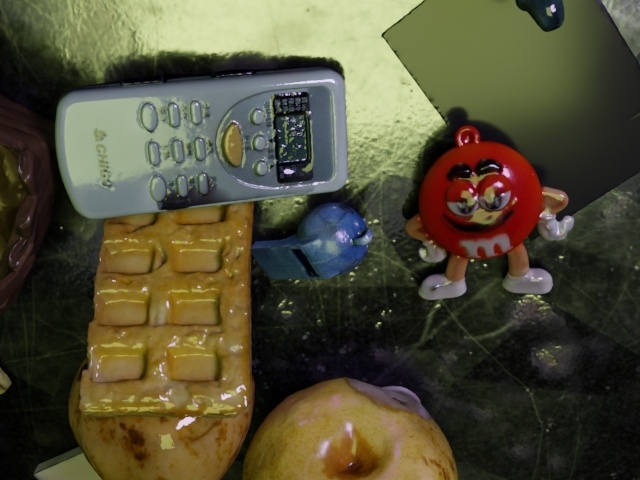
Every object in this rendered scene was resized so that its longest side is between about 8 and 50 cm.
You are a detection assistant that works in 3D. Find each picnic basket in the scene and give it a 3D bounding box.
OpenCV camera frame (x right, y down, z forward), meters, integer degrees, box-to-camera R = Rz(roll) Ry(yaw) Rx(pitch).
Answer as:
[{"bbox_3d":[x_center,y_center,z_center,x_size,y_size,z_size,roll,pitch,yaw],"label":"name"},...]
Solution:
[{"bbox_3d":[-0.407,-0.014,0.725,0.254,0.321,0.291,25,110,-6],"label":"picnic basket"}]

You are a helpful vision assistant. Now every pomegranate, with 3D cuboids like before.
[{"bbox_3d":[-0.179,0.200,0.883,0.215,0.215,0.215,1,114,2],"label":"pomegranate"}]

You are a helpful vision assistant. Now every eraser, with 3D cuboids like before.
[{"bbox_3d":[-0.304,0.326,1.032,0.150,0.023,0.104,-25,111,13],"label":"eraser"}]

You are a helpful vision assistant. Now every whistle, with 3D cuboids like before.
[{"bbox_3d":[0.000,0.000,0.853,0.158,0.090,0.090,-3,122,47],"label":"whistle"}]

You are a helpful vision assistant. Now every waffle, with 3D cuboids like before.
[{"bbox_3d":[-0.155,0.058,0.800,0.168,0.274,0.057,-1,154,0],"label":"waffle"}]

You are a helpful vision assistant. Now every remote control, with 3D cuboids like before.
[{"bbox_3d":[-0.118,-0.104,0.774,0.296,0.056,0.140,-7,110,-13],"label":"remote control"}]

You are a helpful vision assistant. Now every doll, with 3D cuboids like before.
[{"bbox_3d":[0.184,-0.023,0.823,0.183,0.085,0.217,-3,124,7],"label":"doll"}]

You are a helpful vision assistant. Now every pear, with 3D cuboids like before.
[{"bbox_3d":[0.035,0.298,0.886,0.271,0.271,0.271,1,114,2],"label":"pear"}]

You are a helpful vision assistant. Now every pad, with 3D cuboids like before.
[{"bbox_3d":[0.232,-0.163,0.802,0.202,0.005,0.300,-36,108,16],"label":"pad"}]

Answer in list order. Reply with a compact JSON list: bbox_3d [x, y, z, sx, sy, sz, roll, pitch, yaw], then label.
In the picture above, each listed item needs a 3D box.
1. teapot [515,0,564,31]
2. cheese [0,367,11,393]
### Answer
[{"bbox_3d":[0.162,-0.312,0.638,0.173,0.182,0.269,-16,109,12],"label":"teapot"},{"bbox_3d":[-0.436,0.166,0.962,0.044,0.030,0.083,-11,120,30],"label":"cheese"}]
